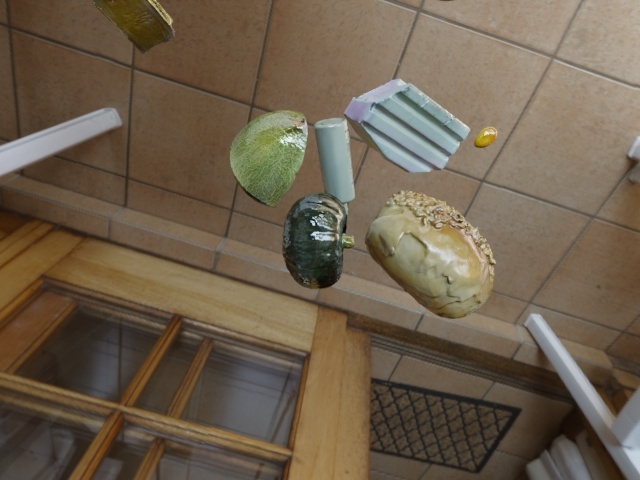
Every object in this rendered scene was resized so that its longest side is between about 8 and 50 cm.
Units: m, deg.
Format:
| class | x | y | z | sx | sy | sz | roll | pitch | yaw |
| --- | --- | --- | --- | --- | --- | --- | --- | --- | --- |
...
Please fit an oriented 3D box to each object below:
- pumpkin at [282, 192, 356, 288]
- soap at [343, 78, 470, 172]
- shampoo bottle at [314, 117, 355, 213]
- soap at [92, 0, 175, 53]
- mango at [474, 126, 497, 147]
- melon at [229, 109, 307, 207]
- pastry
| class | x | y | z | sx | sy | sz | roll | pitch | yaw |
| --- | --- | --- | --- | --- | --- | --- | --- | --- | --- |
| pumpkin | -0.002 | 0.001 | 0.910 | 0.152 | 0.211 | 0.212 | 12 | 122 | 17 |
| soap | 0.314 | -0.416 | 1.546 | 0.446 | 0.156 | 0.261 | 19 | 116 | -36 |
| shampoo bottle | 0.043 | -0.184 | 1.105 | 0.085 | 0.085 | 0.262 | -4 | 118 | 10 |
| soap | -0.551 | -0.680 | 1.244 | 0.135 | 0.233 | 0.076 | -24 | 73 | 8 |
| mango | 0.567 | -0.353 | 1.441 | 0.089 | 0.046 | 0.060 | -38 | 89 | 3 |
| melon | -0.077 | -0.145 | 0.625 | 0.079 | 0.160 | 0.128 | 21 | 143 | -33 |
| pastry | 0.301 | 0.028 | 1.136 | 0.409 | 0.409 | 0.245 | 37 | 99 | -14 |
